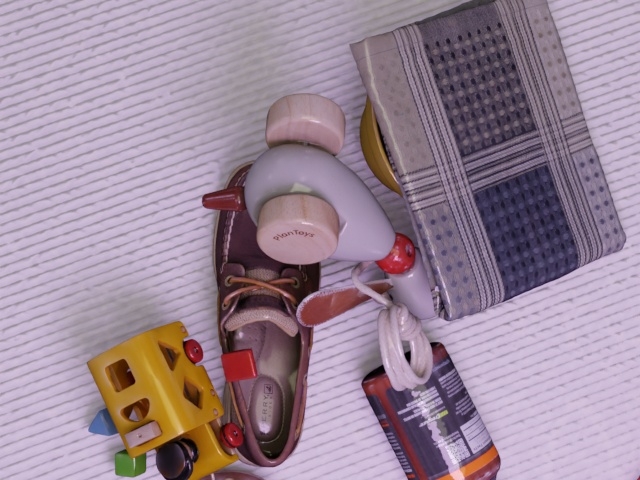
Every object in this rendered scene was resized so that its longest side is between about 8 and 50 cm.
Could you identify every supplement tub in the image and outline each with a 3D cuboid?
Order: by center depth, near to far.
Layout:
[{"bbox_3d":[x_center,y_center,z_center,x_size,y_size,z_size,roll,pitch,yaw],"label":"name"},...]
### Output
[{"bbox_3d":[0.131,0.219,1.866,0.106,0.106,0.198,-26,90,-7],"label":"supplement tub"}]

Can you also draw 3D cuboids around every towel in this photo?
[{"bbox_3d":[0.183,-0.101,1.844,0.312,0.056,0.324,-20,94,-39],"label":"towel"}]

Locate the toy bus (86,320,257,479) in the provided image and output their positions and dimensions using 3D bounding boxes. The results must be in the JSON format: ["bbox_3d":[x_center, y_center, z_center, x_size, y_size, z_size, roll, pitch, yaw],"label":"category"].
[{"bbox_3d":[-0.165,0.189,1.778,0.202,0.104,0.191,20,106,23],"label":"toy bus"}]

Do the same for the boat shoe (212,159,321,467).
[{"bbox_3d":[-0.057,0.079,1.841,0.123,0.123,0.342,3,87,-6],"label":"boat shoe"}]

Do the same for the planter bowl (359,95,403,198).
[{"bbox_3d":[0.109,-0.116,1.869,0.217,0.090,0.217,12,71,-39],"label":"planter bowl"}]

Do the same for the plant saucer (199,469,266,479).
[{"bbox_3d":[-0.105,0.333,1.836,0.168,0.029,0.168,-7,58,12],"label":"plant saucer"}]

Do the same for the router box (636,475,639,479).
[{"bbox_3d":[0.548,0.301,1.920,0.335,0.082,0.301,35,84,-4],"label":"router box"}]

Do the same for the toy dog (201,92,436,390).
[{"bbox_3d":[0.000,0.000,1.784,0.161,0.220,0.333,-11,125,29],"label":"toy dog"}]
